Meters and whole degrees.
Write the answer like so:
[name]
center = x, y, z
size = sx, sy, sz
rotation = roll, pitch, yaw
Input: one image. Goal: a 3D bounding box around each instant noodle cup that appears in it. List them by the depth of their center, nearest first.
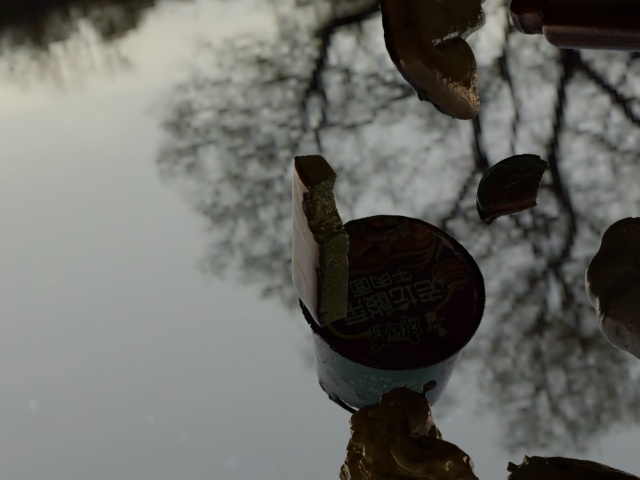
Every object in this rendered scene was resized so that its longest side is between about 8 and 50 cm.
[instant noodle cup]
center = 0.090, 0.118, 2.464
size = 0.251, 0.251, 0.190
rotation = -16, 148, -14

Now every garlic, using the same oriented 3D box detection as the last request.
[garlic]
center = 0.460, 0.067, 2.386
size = 0.227, 0.228, 0.152
rotation = -10, 149, 17

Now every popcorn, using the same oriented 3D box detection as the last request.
[popcorn]
center = 0.093, 0.272, 2.050
size = 0.140, 0.194, 0.163
rotation = -16, 154, -33

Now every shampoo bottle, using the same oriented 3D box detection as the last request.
[shampoo bottle]
center = 0.328, -0.257, 2.033
size = 0.260, 0.064, 0.102
rotation = 9, -123, 45

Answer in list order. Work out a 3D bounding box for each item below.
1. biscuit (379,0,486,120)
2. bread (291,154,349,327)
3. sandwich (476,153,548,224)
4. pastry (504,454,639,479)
[biscuit]
center = 0.129, -0.254, 2.017
size = 0.045, 0.154, 0.299
rotation = -32, -153, 29
[bread]
center = 0.000, 0.000, 2.150
size = 0.049, 0.226, 0.088
rotation = -18, -127, -15
[sandwich]
center = 0.232, -0.068, 2.204
size = 0.101, 0.069, 0.026
rotation = -21, 162, 9
[pastry]
center = 0.328, 0.374, 2.279
size = 0.256, 0.237, 0.170
rotation = 7, -140, 4
